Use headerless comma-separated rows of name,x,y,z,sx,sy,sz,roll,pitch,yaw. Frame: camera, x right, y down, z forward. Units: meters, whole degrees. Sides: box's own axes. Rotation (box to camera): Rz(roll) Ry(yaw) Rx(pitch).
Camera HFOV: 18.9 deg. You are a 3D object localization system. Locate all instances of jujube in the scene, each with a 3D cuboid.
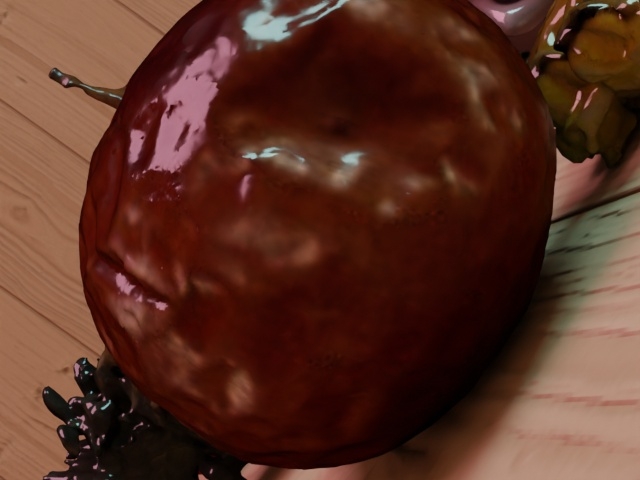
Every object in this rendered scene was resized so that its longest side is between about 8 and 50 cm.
jujube,0.000,0.000,0.754,0.190,0.190,0.255,-55,-13,-12

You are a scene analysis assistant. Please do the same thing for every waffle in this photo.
waffle,0.167,-0.145,0.781,0.243,0.059,0.238,-50,3,17

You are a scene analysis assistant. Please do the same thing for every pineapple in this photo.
pineapple,-0.072,0.068,1.041,0.278,0.158,0.158,-57,4,14

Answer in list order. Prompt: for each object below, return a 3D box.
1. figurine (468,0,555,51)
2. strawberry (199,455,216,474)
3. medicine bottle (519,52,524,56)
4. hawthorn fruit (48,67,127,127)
figurine,0.130,-0.221,0.986,0.287,0.186,0.176,-39,27,-12
strawberry,-0.038,0.021,1.227,0.188,0.106,0.286,-6,61,69
medicine bottle,0.062,-0.124,1.194,0.122,0.122,0.212,-49,7,46
hawthorn fruit,-0.099,-0.084,1.595,0.242,0.272,0.242,-59,1,1
